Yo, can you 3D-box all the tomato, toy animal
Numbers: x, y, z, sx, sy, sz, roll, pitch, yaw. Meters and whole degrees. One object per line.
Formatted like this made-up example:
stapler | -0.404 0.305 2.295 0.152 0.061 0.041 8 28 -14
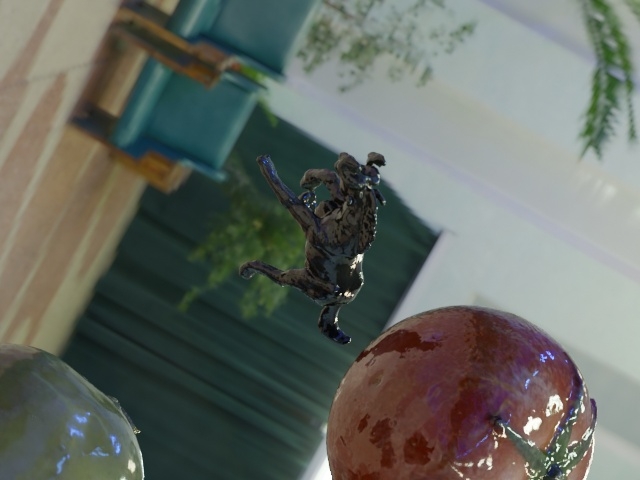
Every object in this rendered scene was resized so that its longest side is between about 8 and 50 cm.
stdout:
tomato | 0.130 0.189 1.244 0.265 0.265 0.265 -61 180 -1
toy animal | 0.000 0.000 1.280 0.084 0.148 0.232 -17 134 -33

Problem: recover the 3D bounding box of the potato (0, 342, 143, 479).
potato | -0.260 0.194 0.771 0.243 0.221 0.326 -8 -151 30
